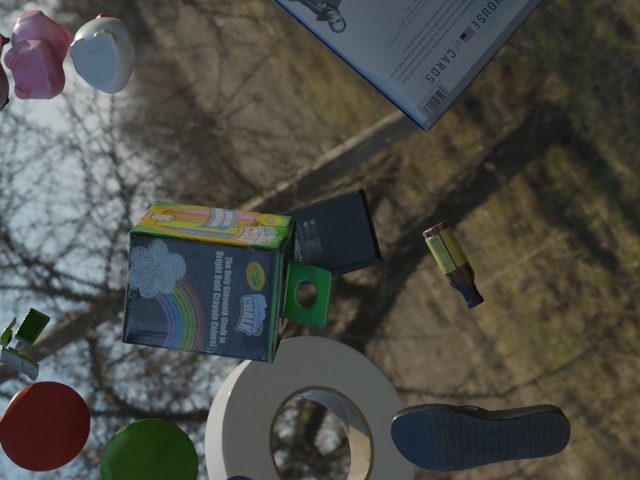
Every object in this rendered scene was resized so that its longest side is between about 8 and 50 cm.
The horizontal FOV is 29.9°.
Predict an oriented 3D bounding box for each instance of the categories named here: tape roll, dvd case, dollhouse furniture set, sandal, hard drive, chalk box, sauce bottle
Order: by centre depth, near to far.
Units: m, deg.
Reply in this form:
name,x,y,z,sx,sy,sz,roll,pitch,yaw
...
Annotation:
name,x,y,z,sx,sy,sz,roll,pitch,yaw
dvd case,0.071,-0.248,1.148,0.239,0.179,0.029,41,-176,-1
chalk box,-0.095,0.045,1.307,0.132,0.213,0.132,-74,-9,-72
hard drive,0.000,0.000,1.450,0.022,0.135,0.094,41,-146,-70
sandal,0.221,0.272,1.688,0.054,0.255,0.097,-111,24,-73
sauce bottle,0.190,0.036,1.700,0.128,0.042,0.042,64,178,0
dollhouse furniture set,-0.502,0.174,2.049,0.076,0.058,0.151,28,147,0
tape roll,-0.011,0.360,2.059,0.392,0.392,0.072,59,143,0

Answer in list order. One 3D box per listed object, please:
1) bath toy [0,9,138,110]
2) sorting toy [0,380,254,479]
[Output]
name,x,y,z,sx,sy,sz,roll,pitch,yaw
bath toy,-0.427,-0.269,1.763,0.129,0.348,0.151,-56,-42,-72
sorting toy,-0.248,0.307,1.613,0.366,0.127,0.126,20,158,5
